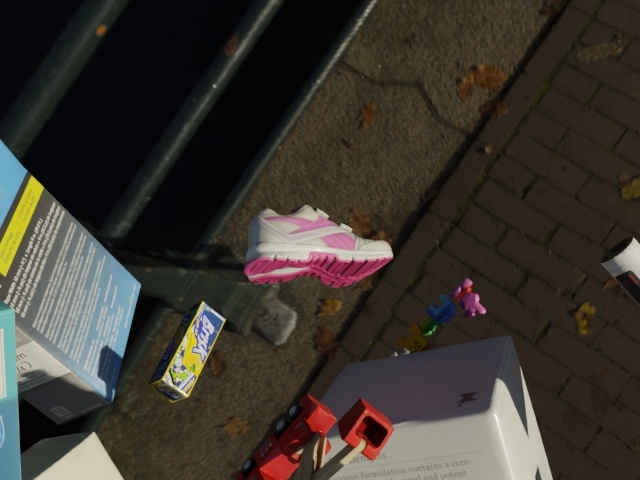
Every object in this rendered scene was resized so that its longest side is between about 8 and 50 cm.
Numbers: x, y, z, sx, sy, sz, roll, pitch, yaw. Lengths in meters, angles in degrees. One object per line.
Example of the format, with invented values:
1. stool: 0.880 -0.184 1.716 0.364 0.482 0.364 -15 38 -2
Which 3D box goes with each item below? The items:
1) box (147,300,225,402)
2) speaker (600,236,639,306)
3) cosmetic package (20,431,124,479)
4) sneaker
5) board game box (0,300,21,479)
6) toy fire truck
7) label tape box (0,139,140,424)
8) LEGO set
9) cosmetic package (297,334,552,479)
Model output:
1. box: -0.231 0.192 1.255 0.054 0.059 0.169 -26 31 43
2. speaker: 0.434 0.061 0.950 0.055 0.055 0.136 -41 89 7
3. cosmetic package: -0.238 0.370 0.777 0.160 0.113 0.310 -20 101 46
4. sneaker: 0.000 0.000 1.080 0.103 0.252 0.111 -40 53 46
5. board game box: -0.379 0.134 0.639 0.336 0.079 0.254 19 111 39
6. toy fire truck: -0.013 0.246 0.820 0.047 0.135 0.192 40 91 -22
7. label tape box: -0.408 0.058 1.001 0.105 0.334 0.241 -22 38 17
8. LEGO set: 0.226 0.186 1.380 0.093 0.087 0.227 48 110 22
9. cosmetic package: 0.201 0.416 1.200 0.329 0.327 0.394 -14 97 22
